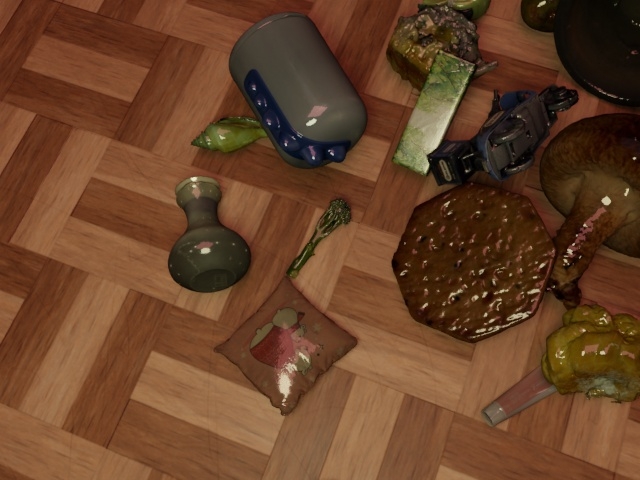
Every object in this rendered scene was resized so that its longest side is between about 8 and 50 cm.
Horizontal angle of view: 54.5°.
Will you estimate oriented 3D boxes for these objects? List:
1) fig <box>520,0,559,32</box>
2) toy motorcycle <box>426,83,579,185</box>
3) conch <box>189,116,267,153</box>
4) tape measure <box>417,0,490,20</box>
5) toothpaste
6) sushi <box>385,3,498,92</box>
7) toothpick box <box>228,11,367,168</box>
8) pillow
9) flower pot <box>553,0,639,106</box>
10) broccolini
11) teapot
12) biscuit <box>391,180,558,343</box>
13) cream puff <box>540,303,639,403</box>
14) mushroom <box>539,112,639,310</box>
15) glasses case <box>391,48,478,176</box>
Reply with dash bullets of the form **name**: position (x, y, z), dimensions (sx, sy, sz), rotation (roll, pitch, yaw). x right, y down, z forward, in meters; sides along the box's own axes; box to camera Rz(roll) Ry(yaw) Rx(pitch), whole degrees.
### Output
- **fig**: position (0.579, -0.598, 1.586), dimensions (0.132, 0.185, 0.127), rotation (-13, 109, 20)
- **toy motorcycle**: position (0.416, -0.252, 1.397), dimensions (0.358, 0.212, 0.125), rotation (-40, 117, -28)
- **conch**: position (-0.219, -0.262, 1.518), dimensions (0.200, 0.079, 0.095), rotation (-17, 56, -21)
- **tape measure**: position (0.363, -0.630, 1.606), dimensions (0.154, 0.087, 0.177), rotation (28, 73, 25)
- **toothpaste**: position (0.423, 0.320, 1.296), dimensions (0.194, 0.043, 0.067), rotation (-27, 71, -14)
- **sushi**: position (0.292, -0.454, 1.522), dimensions (0.274, 0.139, 0.184), rotation (42, 81, 13)
- **toothpick box**: position (-0.048, -0.320, 1.437), dimensions (0.263, 0.263, 0.355), rotation (-28, 73, -7)
- **pillow**: position (-0.076, 0.223, 1.332), dimensions (0.236, 0.084, 0.223), rotation (-43, 73, -15)
- **flower pot**: position (0.760, -0.535, 1.451), dimensions (0.379, 0.379, 0.251), rotation (30, 56, 13)
- **broccolini**: position (0.000, 0.000, 1.434), dimensions (0.067, 0.058, 0.216), rotation (21, 77, 53)
- **teapot**: position (-0.257, -0.017, 1.390), dimensions (0.183, 0.183, 0.251), rotation (-14, 60, -2)
- **biscuit**: position (0.323, 0.041, 1.339), dimensions (0.359, 0.046, 0.359), rotation (-9, 68, 23)
- **cream puff**: position (0.560, 0.215, 1.256), dimensions (0.220, 0.195, 0.195), rotation (8, 71, -1)
- **mushroom**: position (0.582, -0.088, 1.297), dimensions (0.356, 0.334, 0.331), rotation (-22, 64, -10)
- **glasses case**: position (0.262, -0.291, 1.435), dimensions (0.095, 0.062, 0.272), rotation (27, 106, 12)
